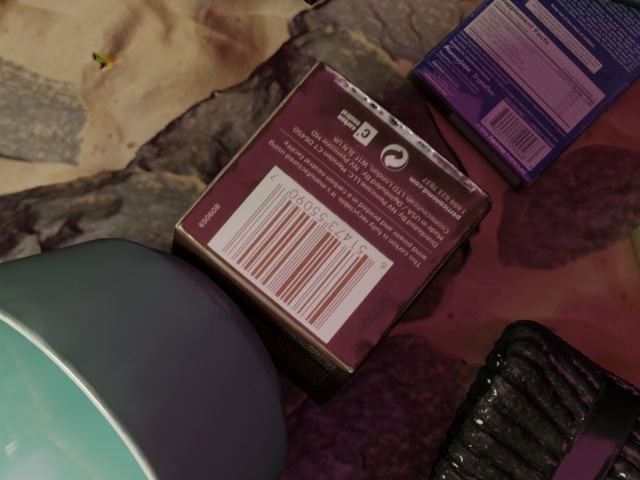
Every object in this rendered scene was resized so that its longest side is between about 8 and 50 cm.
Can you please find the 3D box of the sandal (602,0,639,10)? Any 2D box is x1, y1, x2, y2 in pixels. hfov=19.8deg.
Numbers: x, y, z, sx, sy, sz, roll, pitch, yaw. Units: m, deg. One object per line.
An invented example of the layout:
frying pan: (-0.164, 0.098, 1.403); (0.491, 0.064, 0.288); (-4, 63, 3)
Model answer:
sandal: (0.244, -0.232, 1.501); (0.254, 0.054, 0.097); (27, 83, -12)

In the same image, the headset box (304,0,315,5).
headset box: (0.004, -0.373, 1.468); (0.218, 0.110, 0.293); (40, 92, 2)

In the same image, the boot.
boot: (0.188, 0.258, 1.385); (0.260, 0.131, 0.348); (26, 67, -8)

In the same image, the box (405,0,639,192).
box: (0.197, -0.163, 1.518); (0.225, 0.036, 0.136); (-43, 87, -13)

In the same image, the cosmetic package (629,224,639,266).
cosmetic package: (0.298, 0.037, 1.489); (0.060, 0.041, 0.115); (-13, 81, -8)

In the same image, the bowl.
bowl: (-0.142, 0.122, 1.316); (0.163, 0.311, 0.311); (-37, 85, -31)

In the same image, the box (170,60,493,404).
box: (0.000, 0.000, 1.380); (0.168, 0.203, 0.167); (39, 77, 2)
